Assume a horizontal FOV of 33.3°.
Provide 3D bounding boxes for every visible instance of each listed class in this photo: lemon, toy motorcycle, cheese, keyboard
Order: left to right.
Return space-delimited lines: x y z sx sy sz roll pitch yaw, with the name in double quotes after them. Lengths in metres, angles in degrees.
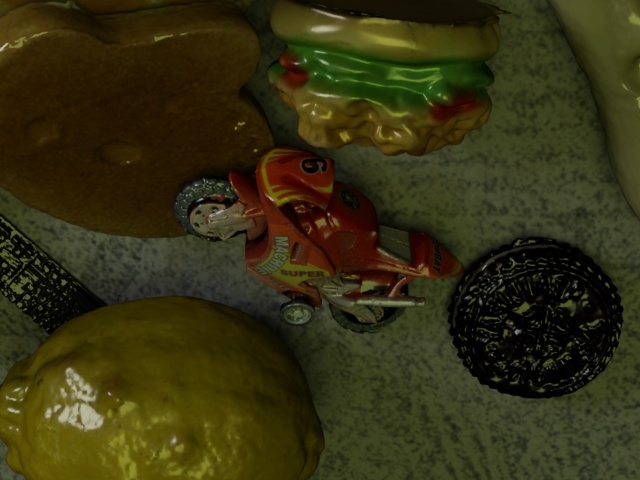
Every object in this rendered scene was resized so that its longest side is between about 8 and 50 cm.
-0.311 0.060 1.207 0.072 0.023 0.231 -42 105 14 "keyboard"
-0.162 0.188 1.128 0.316 0.285 0.285 39 109 3 "lemon"
-0.001 0.000 1.108 0.298 0.089 0.171 31 120 -29 "toy motorcycle"
0.316 -0.195 1.022 0.328 0.129 0.351 22 110 -9 "cheese"

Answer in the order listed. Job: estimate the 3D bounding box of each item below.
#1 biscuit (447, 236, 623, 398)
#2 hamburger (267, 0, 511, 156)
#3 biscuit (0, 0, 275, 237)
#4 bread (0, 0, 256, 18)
0.237 0.089 1.183 0.194 0.053 0.195 0 112 1 "biscuit"
0.057 -0.159 1.003 0.237 0.237 0.149 6 112 0 "hamburger"
-0.177 -0.123 1.019 0.343 0.057 0.287 19 127 -43 "biscuit"
-0.207 -0.246 0.978 0.239 0.111 0.246 -27 148 17 "bread"
